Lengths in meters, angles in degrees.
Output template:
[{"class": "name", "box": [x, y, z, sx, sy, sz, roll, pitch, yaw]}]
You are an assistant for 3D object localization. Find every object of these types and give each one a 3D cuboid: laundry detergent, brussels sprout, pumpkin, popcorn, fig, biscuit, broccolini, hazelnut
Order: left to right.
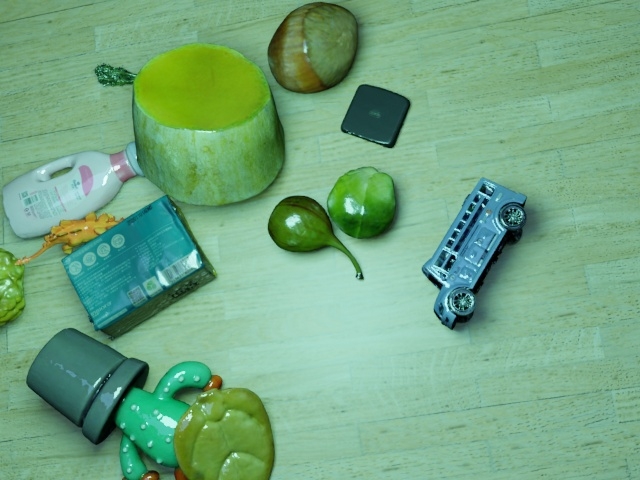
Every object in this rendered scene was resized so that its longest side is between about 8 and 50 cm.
[{"class": "popcorn", "box": [-0.723, 0.109, 1.669, 0.197, 0.155, 0.197, -9, 57, 13]}, {"class": "laundry detergent", "box": [-0.537, -0.126, 1.721, 0.335, 0.088, 0.159, -23, 74, 2]}, {"class": "broccolini", "box": [-0.405, -0.370, 1.776, 0.239, 0.054, 0.051, 9, 114, 8]}, {"class": "pumpkin", "box": [-0.230, -0.253, 1.591, 0.332, 0.199, 0.332, 2, 60, -4]}, {"class": "biscuit", "box": [-0.178, 0.411, 1.514, 0.203, 0.041, 0.260, -24, 101, -27]}, {"class": "hazelnut", "box": [-0.020, -0.414, 1.664, 0.214, 0.176, 0.214, -20, 39, 17]}, {"class": "fig", "box": [0.000, 0.000, 1.599, 0.236, 0.124, 0.124, 35, 85, 3]}, {"class": "brussels sprout", "box": [0.084, -0.076, 1.595, 0.155, 0.117, 0.155, 3, 52, -4]}]

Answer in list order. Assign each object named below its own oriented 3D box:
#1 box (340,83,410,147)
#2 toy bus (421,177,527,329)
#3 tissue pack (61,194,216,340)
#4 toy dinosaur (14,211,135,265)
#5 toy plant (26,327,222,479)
[{"class": "box", "box": [0.121, -0.273, 1.681, 0.126, 0.027, 0.125, 21, 79, 14]}, {"class": "toy bus", "box": [0.296, 0.029, 1.532, 0.133, 0.125, 0.292, 30, 83, 16]}, {"class": "tissue pack", "box": [-0.381, 0.058, 1.628, 0.271, 0.134, 0.192, -30, 74, 1]}, {"class": "toy dinosaur", "box": [-0.518, -0.017, 1.652, 0.288, 0.117, 0.070, -20, 79, -21]}, {"class": "toy plant", "box": [-0.375, 0.329, 1.549, 0.400, 0.185, 0.279, 31, 63, 6]}]
